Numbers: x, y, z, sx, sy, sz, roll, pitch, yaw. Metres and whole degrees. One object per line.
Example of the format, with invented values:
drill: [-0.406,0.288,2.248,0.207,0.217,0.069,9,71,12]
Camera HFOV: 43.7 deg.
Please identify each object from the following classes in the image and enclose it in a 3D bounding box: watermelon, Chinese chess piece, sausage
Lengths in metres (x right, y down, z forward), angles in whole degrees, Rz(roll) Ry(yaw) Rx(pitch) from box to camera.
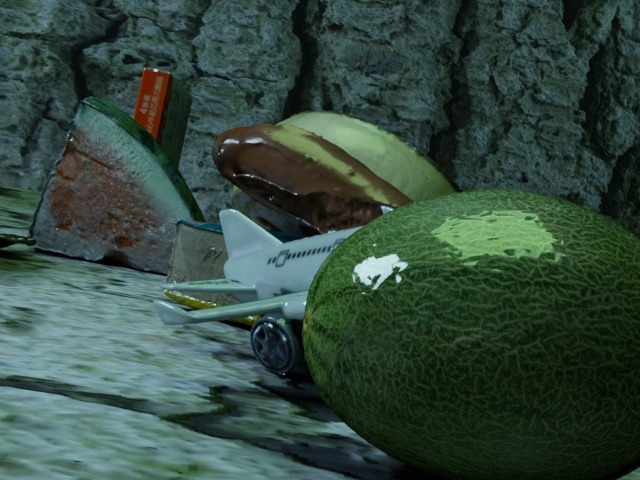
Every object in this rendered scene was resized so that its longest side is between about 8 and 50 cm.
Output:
watermelon: [-0.257,-0.027,1.012,0.261,0.201,0.213,53,-6,-8]
Chinese chess piece: [0.034,-0.023,0.878,0.270,0.112,0.270,26,-21,11]
sausage: [0.043,-0.008,0.691,0.327,0.087,0.079,39,3,12]

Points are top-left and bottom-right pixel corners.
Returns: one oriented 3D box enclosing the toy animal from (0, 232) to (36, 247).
toy animal: [-0.428,-0.063,0.927,0.273,0.160,0.197,18,0,1]

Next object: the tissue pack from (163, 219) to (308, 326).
tissue pack: [-0.047,0.034,0.755,0.120,0.082,0.169,13,3,33]

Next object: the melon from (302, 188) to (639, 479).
melon: [0.088,0.046,0.371,0.192,0.139,0.139,7,3,-6]

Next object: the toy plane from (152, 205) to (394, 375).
toy plane: [0.026,0.028,0.528,0.255,0.101,0.251,2,16,36]

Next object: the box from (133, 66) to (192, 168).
box: [-0.269,-0.123,1.290,0.048,0.273,0.265,12,1,-2]
